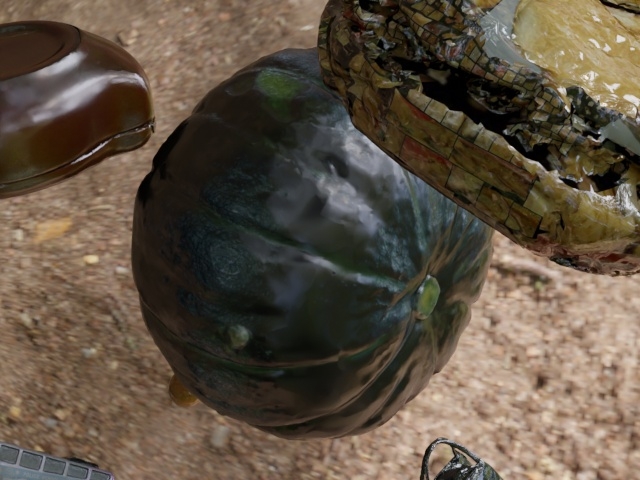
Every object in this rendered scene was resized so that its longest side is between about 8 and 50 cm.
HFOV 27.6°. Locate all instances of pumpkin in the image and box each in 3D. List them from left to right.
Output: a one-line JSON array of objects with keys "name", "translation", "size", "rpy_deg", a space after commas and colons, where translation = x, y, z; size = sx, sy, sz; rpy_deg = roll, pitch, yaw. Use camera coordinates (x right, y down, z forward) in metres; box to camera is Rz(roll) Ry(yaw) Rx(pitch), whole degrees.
[{"name": "pumpkin", "translation": [0.000, 0.000, 1.206], "size": [0.363, 0.266, 0.363], "rpy_deg": [-26, 126, -41]}]

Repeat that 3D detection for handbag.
[{"name": "handbag", "translation": [0.158, 0.292, 1.566], "size": [0.115, 0.072, 0.139], "rpy_deg": [-42, 119, -25]}]

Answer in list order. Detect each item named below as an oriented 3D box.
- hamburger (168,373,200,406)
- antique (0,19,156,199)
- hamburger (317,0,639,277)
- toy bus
[{"name": "hamburger", "translation": [-0.078, 0.093, 1.565], "size": [0.236, 0.276, 0.276], "rpy_deg": [-27, 100, -25]}, {"name": "antique", "translation": [-0.307, -0.131, 1.298], "size": [0.278, 0.223, 0.129], "rpy_deg": [-10, 124, -7]}, {"name": "hamburger", "translation": [0.109, -0.073, 0.612], "size": [0.231, 0.231, 0.107], "rpy_deg": [22, 121, -22]}, {"name": "toy bus", "translation": [-0.255, 0.222, 1.215], "size": [0.130, 0.037, 0.052], "rpy_deg": [22, 71, -30]}]
